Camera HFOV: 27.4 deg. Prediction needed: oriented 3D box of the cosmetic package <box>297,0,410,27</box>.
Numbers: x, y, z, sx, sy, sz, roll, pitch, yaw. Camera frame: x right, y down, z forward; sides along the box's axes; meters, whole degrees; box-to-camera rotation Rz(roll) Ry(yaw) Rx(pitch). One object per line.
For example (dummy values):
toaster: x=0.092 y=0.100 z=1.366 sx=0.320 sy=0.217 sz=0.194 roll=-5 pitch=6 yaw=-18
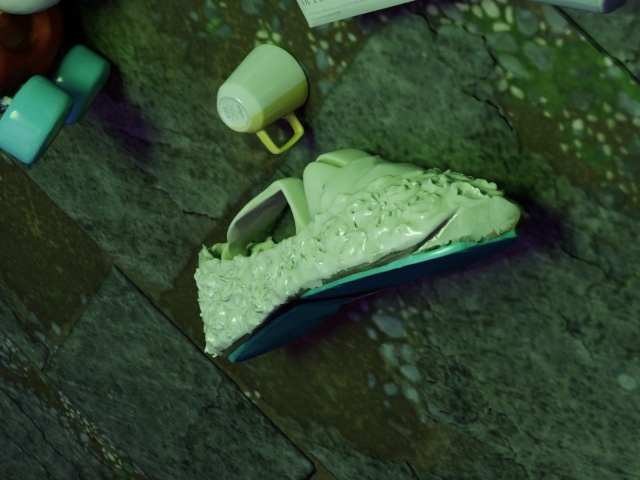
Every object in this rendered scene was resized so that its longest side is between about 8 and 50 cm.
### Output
cosmetic package: x=0.068 y=-0.218 z=0.888 sx=0.239 sy=0.060 sz=0.099 roll=-6 pitch=118 yaw=46

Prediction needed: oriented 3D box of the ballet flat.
ballet flat: x=0.000 y=0.000 z=1.107 sx=0.147 sy=0.147 sz=0.409 roll=52 pitch=143 yaw=-8

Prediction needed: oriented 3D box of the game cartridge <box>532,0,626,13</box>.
game cartridge: x=0.116 y=-0.281 z=0.725 sx=0.196 sy=0.060 sz=0.294 roll=15 pitch=116 yaw=29

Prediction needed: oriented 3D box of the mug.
mug: x=-0.047 y=-0.116 z=1.089 sx=0.078 sy=0.064 sz=0.062 roll=38 pitch=142 yaw=9

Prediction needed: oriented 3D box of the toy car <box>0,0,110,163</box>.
toy car: x=-0.266 y=-0.233 z=1.135 sx=0.219 sy=0.210 sz=0.238 roll=34 pitch=114 yaw=-6
